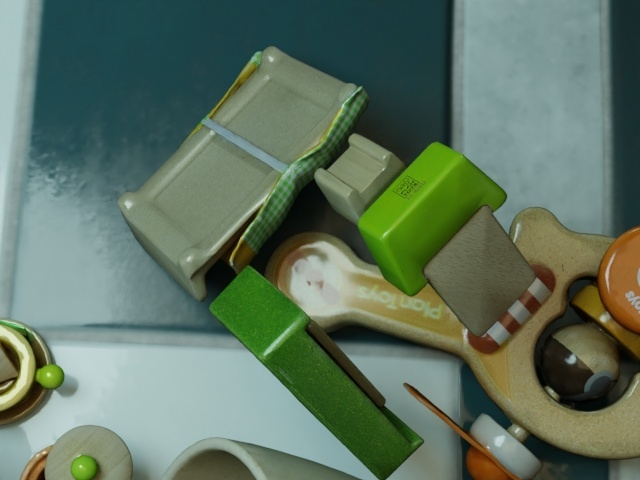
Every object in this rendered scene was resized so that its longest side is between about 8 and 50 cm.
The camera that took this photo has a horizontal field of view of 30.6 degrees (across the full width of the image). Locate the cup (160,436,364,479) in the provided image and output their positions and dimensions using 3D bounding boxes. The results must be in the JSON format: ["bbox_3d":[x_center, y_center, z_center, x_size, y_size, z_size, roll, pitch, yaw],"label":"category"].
[{"bbox_3d":[0.023,0.304,0.777,0.237,0.331,0.331,9,76,-26],"label":"cup"}]

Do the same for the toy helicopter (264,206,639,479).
[{"bbox_3d":[0.122,0.082,0.920,0.355,0.140,0.235,13,86,11],"label":"toy helicopter"}]

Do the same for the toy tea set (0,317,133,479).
[{"bbox_3d":[-0.307,0.139,0.865,0.336,0.124,0.200,1,77,-3],"label":"toy tea set"}]

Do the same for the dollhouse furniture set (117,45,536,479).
[{"bbox_3d":[0.000,0.000,0.888,0.197,0.301,0.151,-46,126,-6],"label":"dollhouse furniture set"}]
